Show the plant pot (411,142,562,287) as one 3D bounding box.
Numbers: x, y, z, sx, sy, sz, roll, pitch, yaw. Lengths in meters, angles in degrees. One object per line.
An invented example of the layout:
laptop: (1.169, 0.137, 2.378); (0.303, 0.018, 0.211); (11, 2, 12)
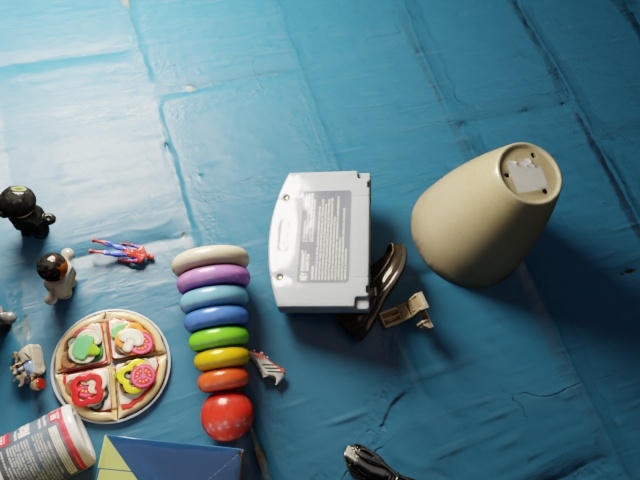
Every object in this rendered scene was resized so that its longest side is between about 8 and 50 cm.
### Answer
plant pot: (0.345, -0.067, 1.185); (0.256, 0.274, 0.256); (4, 68, -10)

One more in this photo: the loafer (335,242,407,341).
loafer: (0.100, 0.087, 1.174); (0.078, 0.080, 0.220); (30, 65, 1)

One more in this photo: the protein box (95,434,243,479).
protein box: (-0.230, 0.383, 0.915); (0.200, 0.201, 0.136); (9, 66, -8)

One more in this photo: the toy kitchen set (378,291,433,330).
toy kitchen set: (0.167, 0.152, 1.159); (0.075, 0.083, 0.068); (-18, 72, -18)

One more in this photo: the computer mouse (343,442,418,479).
computer mouse: (0.071, 0.497, 1.004); (0.188, 0.072, 0.272); (34, 65, 2)

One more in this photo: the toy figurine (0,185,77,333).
toy figurine: (-0.539, 0.036, 1.022); (0.213, 0.148, 0.209); (-28, 76, -21)

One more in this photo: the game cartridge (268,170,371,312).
game cartridge: (0.000, 0.000, 1.171); (0.198, 0.062, 0.297); (-2, 62, 11)

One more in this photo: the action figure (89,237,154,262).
action figure: (-0.371, 0.021, 1.130); (0.115, 0.030, 0.038); (11, 71, -13)

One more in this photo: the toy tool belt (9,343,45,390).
toy tool belt: (-0.496, 0.220, 1.016); (0.051, 0.052, 0.083); (-25, 69, 12)

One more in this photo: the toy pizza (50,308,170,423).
toy pizza: (-0.365, 0.215, 1.049); (0.201, 0.032, 0.201); (4, 67, -10)

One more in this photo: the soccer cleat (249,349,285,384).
soccer cleat: (-0.104, 0.232, 1.100); (0.083, 0.029, 0.035); (34, 61, -2)

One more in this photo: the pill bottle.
pill bottle: (-0.457, 0.344, 0.934); (0.180, 0.108, 0.108); (-25, 75, -21)

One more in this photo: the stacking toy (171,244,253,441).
stacking toy: (-0.176, 0.181, 1.054); (0.141, 0.141, 0.330); (-6, 73, -14)
